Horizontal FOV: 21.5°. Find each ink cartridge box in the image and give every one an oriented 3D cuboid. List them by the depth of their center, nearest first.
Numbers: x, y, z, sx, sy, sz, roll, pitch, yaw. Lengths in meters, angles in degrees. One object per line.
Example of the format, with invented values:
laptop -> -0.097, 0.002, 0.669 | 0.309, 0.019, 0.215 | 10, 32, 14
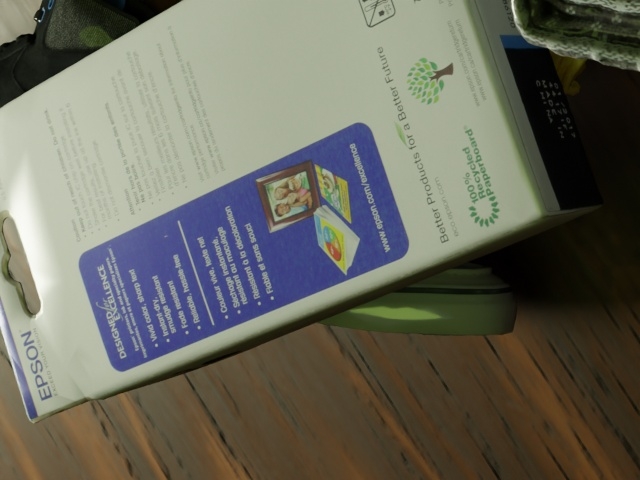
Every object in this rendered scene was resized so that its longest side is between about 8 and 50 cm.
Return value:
ink cartridge box -> -0.038, -0.035, 0.819 | 0.332, 0.065, 0.165 | -22, 83, 35

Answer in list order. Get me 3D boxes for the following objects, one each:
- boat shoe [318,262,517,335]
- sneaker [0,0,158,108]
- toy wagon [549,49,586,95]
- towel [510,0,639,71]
boat shoe -> 0.000, 0.000, 0.888 | 0.226, 0.083, 0.076 | 9, 96, 32
sneaker -> -0.167, -0.106, 0.978 | 0.216, 0.079, 0.121 | 16, 102, 29
toy wagon -> 0.009, -0.193, 0.832 | 0.344, 0.068, 0.267 | 49, 125, 9
towel -> 0.228, -0.109, 0.616 | 0.283, 0.235, 0.121 | 17, 120, 28
